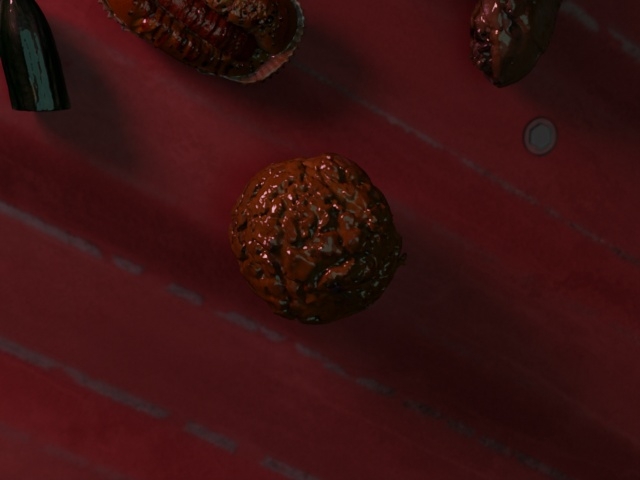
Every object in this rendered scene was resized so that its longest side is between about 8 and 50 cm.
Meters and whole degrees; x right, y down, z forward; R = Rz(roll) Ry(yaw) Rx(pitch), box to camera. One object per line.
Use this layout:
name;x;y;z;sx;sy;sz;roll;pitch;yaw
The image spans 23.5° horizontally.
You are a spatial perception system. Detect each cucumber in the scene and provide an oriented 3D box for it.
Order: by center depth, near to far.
cucumber;-0.238;-0.154;1.256;0.048;0.048;0.105;-15;103;-17

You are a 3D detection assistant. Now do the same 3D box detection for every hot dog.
hot dog;-0.103;-0.197;1.294;0.192;0.053;0.099;24;89;-26

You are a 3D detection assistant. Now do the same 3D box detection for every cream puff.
cream puff;0.000;0.000;1.344;0.165;0.115;0.150;17;100;-25

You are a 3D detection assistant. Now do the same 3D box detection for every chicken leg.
chicken leg;0.193;-0.235;1.394;0.085;0.069;0.198;29;84;-26
